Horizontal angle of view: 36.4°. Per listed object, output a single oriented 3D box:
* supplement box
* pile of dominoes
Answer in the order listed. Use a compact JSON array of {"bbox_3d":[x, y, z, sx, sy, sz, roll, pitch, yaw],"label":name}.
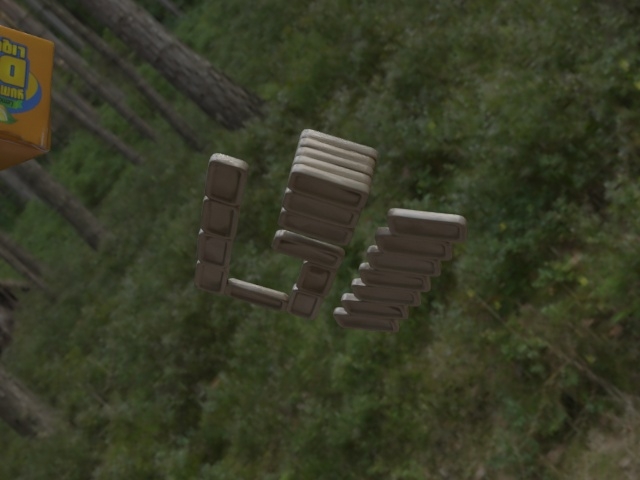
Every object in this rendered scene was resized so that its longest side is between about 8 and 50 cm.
[{"bbox_3d":[-0.267,-0.081,0.658,0.233,0.078,0.080,-7,76,47],"label":"supplement box"},{"bbox_3d":[0.000,0.000,0.801,0.251,0.196,0.040,111,175,-63],"label":"pile of dominoes"}]
